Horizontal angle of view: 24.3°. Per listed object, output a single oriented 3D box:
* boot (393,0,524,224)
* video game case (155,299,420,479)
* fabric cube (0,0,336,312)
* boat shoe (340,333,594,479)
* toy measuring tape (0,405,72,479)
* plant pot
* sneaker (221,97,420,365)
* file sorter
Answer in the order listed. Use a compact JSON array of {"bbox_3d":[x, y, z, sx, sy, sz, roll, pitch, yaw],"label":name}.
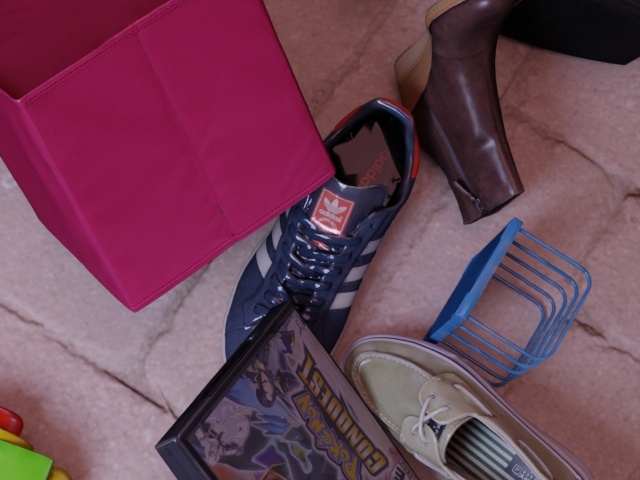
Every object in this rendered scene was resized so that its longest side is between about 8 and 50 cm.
[{"bbox_3d":[0.172,-0.144,1.550,0.090,0.248,0.207,-20,78,-25],"label":"boot"},{"bbox_3d":[-0.010,0.228,1.410,0.275,0.035,0.248,55,36,-11],"label":"video game case"},{"bbox_3d":[-0.183,-0.139,1.453,0.259,0.258,0.254,-35,37,-15],"label":"fabric cube"},{"bbox_3d":[0.139,0.184,1.482,0.302,0.094,0.109,31,98,24],"label":"boat shoe"},{"bbox_3d":[-0.398,0.190,1.445,0.330,0.121,0.121,23,72,-13],"label":"toy measuring tape"},{"bbox_3d":[0.319,-0.300,1.649,0.167,0.187,0.188,28,72,-11],"label":"plant pot"},{"bbox_3d":[0.000,0.000,1.538,0.131,0.148,0.350,24,73,2],"label":"sneaker"},{"bbox_3d":[0.190,0.072,1.526,0.104,0.170,0.118,33,73,1],"label":"file sorter"}]
